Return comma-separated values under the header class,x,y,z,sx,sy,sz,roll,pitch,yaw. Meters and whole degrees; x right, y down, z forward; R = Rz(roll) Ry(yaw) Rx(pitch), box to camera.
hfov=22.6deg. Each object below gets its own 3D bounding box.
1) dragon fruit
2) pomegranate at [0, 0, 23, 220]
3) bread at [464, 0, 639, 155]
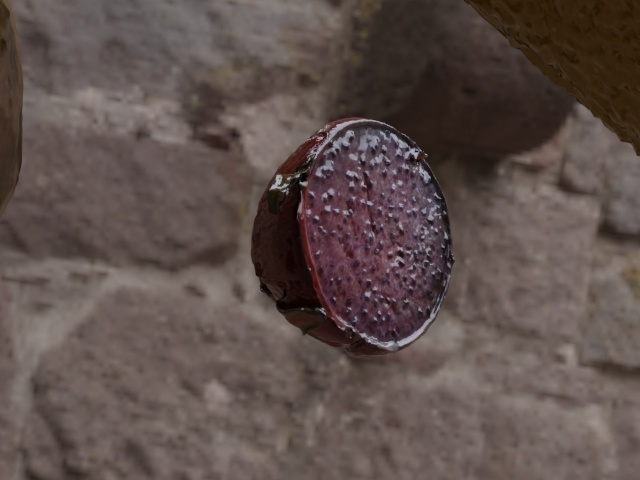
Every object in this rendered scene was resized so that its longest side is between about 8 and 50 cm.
class,x,y,z,sx,sy,sz,roll,pitch,yaw
dragon fruit,0.003,0.002,1.483,0.148,0.219,0.223,-5,20,42
pomegranate,-0.234,-0.067,0.555,0.281,0.281,0.281,9,-3,1
bread,0.146,-0.189,0.659,0.333,0.143,0.324,45,-19,18
